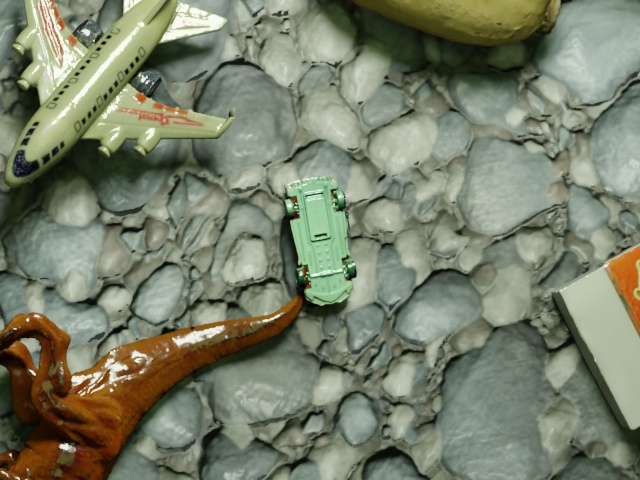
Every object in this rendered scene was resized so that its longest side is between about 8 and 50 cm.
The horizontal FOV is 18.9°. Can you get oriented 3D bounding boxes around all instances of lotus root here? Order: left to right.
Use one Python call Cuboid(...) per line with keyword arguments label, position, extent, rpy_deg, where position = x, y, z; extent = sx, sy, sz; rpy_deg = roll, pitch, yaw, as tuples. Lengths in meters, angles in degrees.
Cuboid(label="lotus root", position=(0.094, -0.276, 1.817), extent=(0.303, 0.131, 0.146), rpy_deg=(26, 82, -7))

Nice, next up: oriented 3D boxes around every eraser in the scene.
Cuboid(label="eraser", position=(0.361, 0.065, 1.890), extent=(0.230, 0.038, 0.157), rpy_deg=(-28, 92, -10))

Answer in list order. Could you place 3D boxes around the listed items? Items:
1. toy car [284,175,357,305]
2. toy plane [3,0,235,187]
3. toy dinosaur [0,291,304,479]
Cuboid(label="toy car", position=(0.000, 0.000, 1.835), extent=(0.059, 0.035, 0.122), rpy_deg=(-10, 97, -10))
Cuboid(label="toy plane", position=(-0.207, -0.147, 1.774), extent=(0.242, 0.104, 0.256), rpy_deg=(40, 81, -8))
Cuboid(label="toy dinosaur", position=(-0.220, 0.141, 1.760), extent=(0.432, 0.097, 0.208), rpy_deg=(-45, 108, -6))
